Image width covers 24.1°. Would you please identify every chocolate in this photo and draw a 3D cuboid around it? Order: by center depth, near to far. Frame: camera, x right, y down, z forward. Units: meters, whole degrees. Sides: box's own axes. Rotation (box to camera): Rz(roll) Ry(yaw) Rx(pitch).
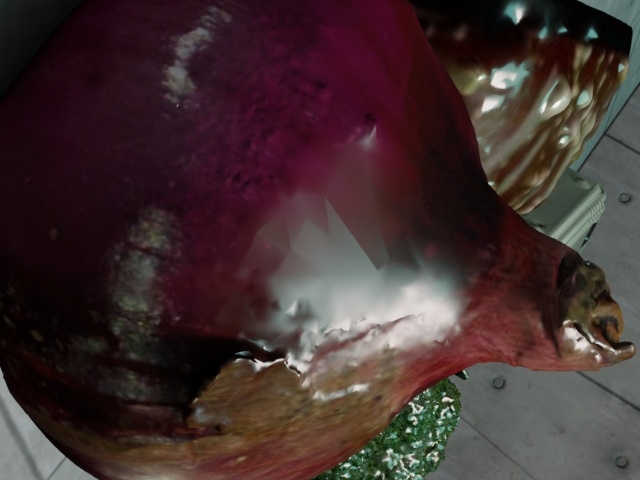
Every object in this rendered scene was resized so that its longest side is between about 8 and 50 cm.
[{"bbox_3d":[0.114,-0.117,1.257,0.340,0.225,0.210,1,110,-64],"label":"chocolate"}]

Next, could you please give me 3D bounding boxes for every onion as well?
[{"bbox_3d":[0.000,0.000,0.886,0.348,0.385,0.348,15,90,-75],"label":"onion"}]

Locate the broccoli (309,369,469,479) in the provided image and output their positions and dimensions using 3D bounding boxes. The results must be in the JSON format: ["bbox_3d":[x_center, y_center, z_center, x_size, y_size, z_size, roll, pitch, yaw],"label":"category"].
[{"bbox_3d":[-0.007,0.090,1.349,0.321,0.304,0.283,-61,-164,20],"label":"broccoli"}]

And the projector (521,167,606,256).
[{"bbox_3d":[0.134,-0.047,1.472,0.192,0.256,0.099,-38,155,-52],"label":"projector"}]
